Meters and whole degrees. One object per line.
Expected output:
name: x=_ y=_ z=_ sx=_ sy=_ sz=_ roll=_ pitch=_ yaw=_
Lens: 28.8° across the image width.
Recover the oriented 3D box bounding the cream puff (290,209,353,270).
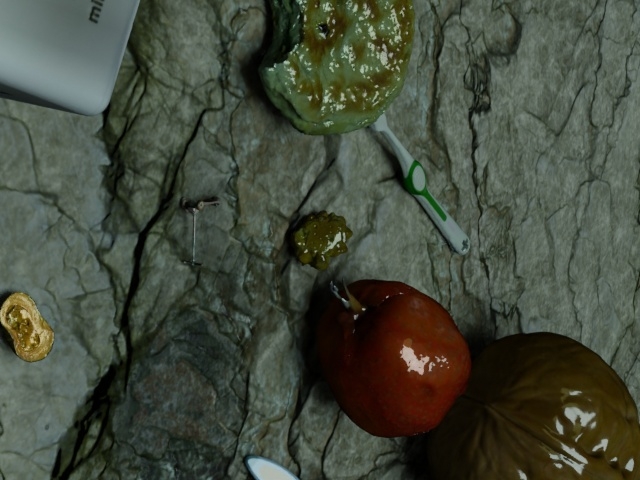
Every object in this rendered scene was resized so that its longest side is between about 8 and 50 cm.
cream puff: x=0.000 y=0.000 z=1.700 sx=0.058 sy=0.083 sz=0.083 roll=113 pitch=-12 yaw=-76

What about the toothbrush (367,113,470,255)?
toothbrush: x=0.145 y=-0.088 z=1.853 sx=0.418 sy=0.040 sz=0.042 roll=47 pitch=64 yaw=-46

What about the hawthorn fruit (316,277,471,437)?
hawthorn fruit: x=0.083 y=0.144 z=1.735 sx=0.299 sy=0.211 sz=0.211 roll=47 pitch=65 yaw=-36

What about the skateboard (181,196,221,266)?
skateboard: x=-0.146 y=-0.012 z=1.541 sx=0.064 sy=0.032 sz=0.083 roll=-10 pitch=106 yaw=-59

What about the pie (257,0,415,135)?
pie: x=0.019 y=-0.277 z=1.609 sx=0.302 sy=0.066 sz=0.303 roll=-3 pitch=94 yaw=-47

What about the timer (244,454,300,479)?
timer: x=-0.005 y=0.413 z=1.739 sx=0.255 sy=0.175 sz=0.175 roll=41 pitch=70 yaw=-47

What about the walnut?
walnut: x=0.353 y=0.330 z=2.020 sx=0.398 sy=0.307 sz=0.354 roll=32 pitch=77 yaw=-50

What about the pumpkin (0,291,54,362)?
pumpkin: x=-0.325 y=0.093 z=1.357 sx=0.050 sy=0.028 sz=0.083 roll=-36 pitch=118 yaw=-36

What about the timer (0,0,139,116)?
timer: x=-0.300 y=-0.241 z=1.152 sx=0.195 sy=0.192 sz=0.194 roll=18 pitch=88 yaw=-51
